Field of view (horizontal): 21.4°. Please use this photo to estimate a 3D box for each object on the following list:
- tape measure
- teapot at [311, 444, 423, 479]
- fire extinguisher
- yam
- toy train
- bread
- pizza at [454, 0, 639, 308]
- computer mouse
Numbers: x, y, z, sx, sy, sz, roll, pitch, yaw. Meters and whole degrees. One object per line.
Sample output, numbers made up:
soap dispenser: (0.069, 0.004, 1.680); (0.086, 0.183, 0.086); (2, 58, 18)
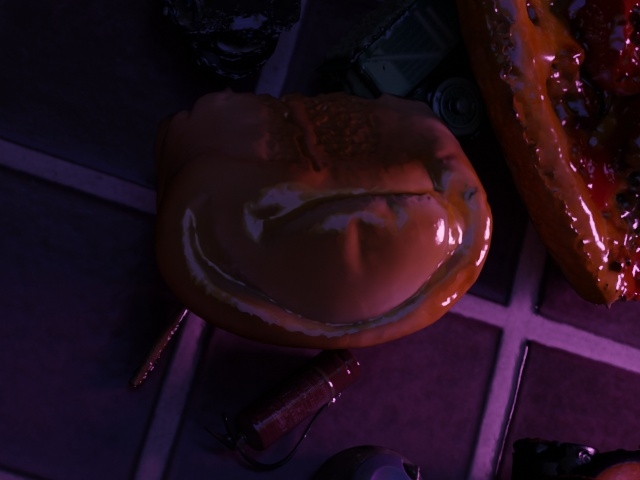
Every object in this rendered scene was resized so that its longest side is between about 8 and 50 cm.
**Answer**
tape measure: (0.277, 0.296, 1.588); (0.223, 0.135, 0.202); (15, 60, -13)
teapot: (0.032, 0.240, 1.564); (0.149, 0.108, 0.111); (-4, 71, -14)
fire extinguisher: (-0.029, 0.164, 1.613); (0.157, 0.045, 0.078); (-35, 104, -22)
yam: (-0.152, 0.098, 1.620); (0.014, 0.014, 0.107); (33, 67, -1)
toy train: (0.135, -0.202, 1.726); (0.269, 0.115, 0.154); (-44, 106, -14)
bread: (0.000, 0.000, 1.563); (0.316, 0.211, 0.270); (-3, 30, -10)
pizza: (0.317, -0.189, 1.711); (0.406, 0.130, 0.440); (-32, 109, -36)
computer mouse: (-0.100, -0.263, 1.720); (0.147, 0.077, 0.241); (-1, 69, -13)
